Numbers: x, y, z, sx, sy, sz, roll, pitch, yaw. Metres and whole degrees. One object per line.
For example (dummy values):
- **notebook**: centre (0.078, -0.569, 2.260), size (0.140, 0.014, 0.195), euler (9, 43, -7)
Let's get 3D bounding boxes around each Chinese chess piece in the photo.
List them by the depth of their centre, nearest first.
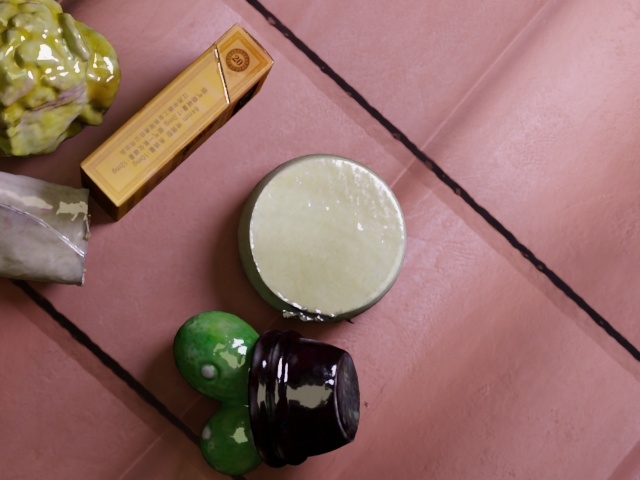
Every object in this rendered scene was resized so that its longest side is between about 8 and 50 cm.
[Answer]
- **Chinese chess piece**: centre (0.000, 0.000, 1.784), size (0.237, 0.092, 0.238), euler (1, 84, -10)

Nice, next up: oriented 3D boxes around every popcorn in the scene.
- **popcorn**: centre (-0.386, -0.217, 1.689), size (0.259, 0.259, 0.212), euler (-38, 76, -11)

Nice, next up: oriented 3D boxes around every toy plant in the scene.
- **toy plant**: centre (-0.075, 0.196, 1.722), size (0.235, 0.175, 0.218), euler (-4, 91, 16)

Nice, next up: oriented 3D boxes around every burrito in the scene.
- **burrito**: centre (-0.439, -0.032, 1.699), size (0.299, 0.105, 0.143), euler (12, 112, -10)

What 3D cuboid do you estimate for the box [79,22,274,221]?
- **box**: centre (-0.189, -0.149, 1.725), size (0.274, 0.174, 0.076), euler (-44, 93, -11)
